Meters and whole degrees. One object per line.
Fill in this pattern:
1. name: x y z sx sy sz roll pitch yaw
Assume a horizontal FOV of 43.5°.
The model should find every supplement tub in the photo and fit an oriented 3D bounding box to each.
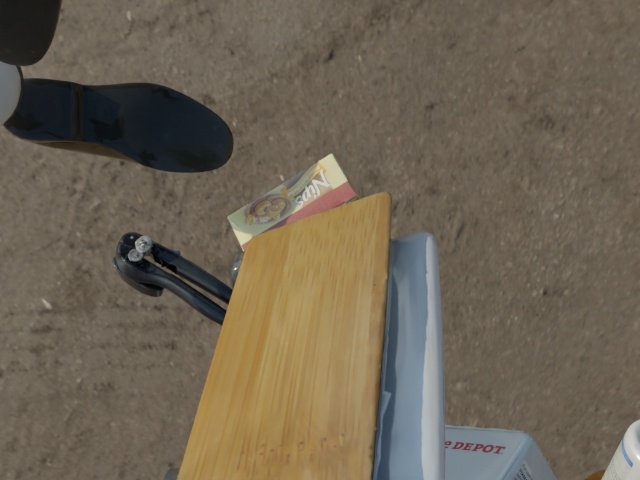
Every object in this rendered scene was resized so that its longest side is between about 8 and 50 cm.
1. supplement tub: 0.301 0.223 0.743 0.071 0.107 0.071 6 37 -4

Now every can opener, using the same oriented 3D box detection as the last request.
1. can opener: -0.163 0.045 0.944 0.186 0.073 0.059 23 66 14

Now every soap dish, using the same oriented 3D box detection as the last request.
1. soap dish: -0.004 0.150 0.455 0.118 0.290 0.229 6 36 3

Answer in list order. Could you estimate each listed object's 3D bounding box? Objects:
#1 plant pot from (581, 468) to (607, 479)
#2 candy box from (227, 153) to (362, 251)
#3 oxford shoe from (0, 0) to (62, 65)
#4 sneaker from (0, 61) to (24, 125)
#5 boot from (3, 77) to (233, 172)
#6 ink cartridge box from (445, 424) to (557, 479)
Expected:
1. plant pot: 0.367 0.390 0.969 0.205 0.205 0.188 -35 57 -10
2. candy box: 0.000 0.000 1.278 0.183 0.316 0.087 -31 65 4
3. oxford shoe: -0.191 -0.208 0.500 0.076 0.212 0.076 11 44 -5
4. sneaker: -0.443 -0.065 0.633 0.448 0.169 0.257 -16 35 -27
5. boot: -0.273 -0.154 1.097 0.306 0.115 0.112 9 84 -18
6. ink cartridge box: 0.116 0.336 0.875 0.273 0.197 0.114 -43 109 -33
